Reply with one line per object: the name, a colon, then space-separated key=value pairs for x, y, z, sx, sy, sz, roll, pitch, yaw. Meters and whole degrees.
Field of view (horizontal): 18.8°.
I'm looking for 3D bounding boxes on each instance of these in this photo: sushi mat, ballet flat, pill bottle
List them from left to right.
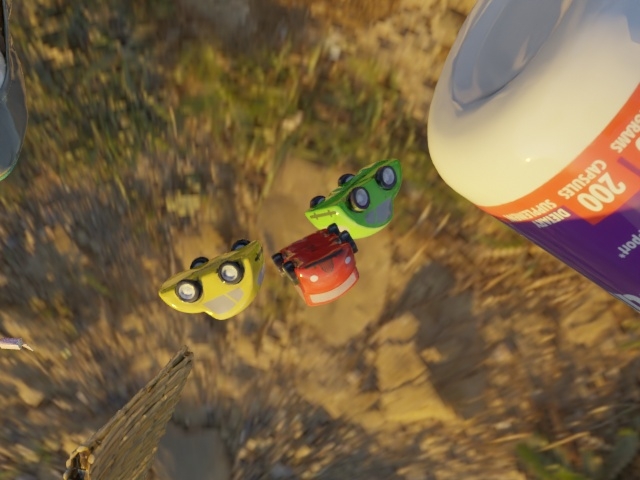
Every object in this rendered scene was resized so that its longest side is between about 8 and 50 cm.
ballet flat: x=-0.234 y=-0.134 z=1.263 sx=0.072 sy=0.068 sz=0.213 roll=-12 pitch=56 yaw=5
sushi mat: x=-0.133 y=0.157 z=1.168 sx=0.019 sy=0.316 sz=0.151 roll=24 pitch=99 yaw=3
pill bottle: x=0.228 y=-0.031 z=1.031 sx=0.323 sy=0.181 sz=0.181 roll=32 pitch=80 yaw=-19

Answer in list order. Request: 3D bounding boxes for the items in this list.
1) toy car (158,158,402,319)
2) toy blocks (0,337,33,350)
toy car: x=0.000 y=0.000 z=1.679 sx=0.225 sy=0.239 sz=0.053 roll=-38 pitch=108 yaw=-38
toy blocks: x=-0.418 y=0.045 z=1.635 sx=0.260 sy=0.288 sz=0.309 roll=0 pitch=77 yaw=19
